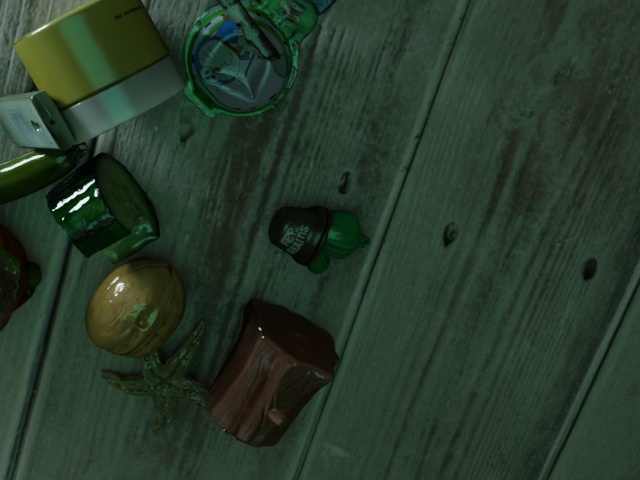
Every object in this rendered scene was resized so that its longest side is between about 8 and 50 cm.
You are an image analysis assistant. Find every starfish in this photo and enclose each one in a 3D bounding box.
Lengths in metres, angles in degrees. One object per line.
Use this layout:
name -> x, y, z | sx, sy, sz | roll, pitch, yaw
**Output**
starfish -> -0.319, 0.275, 1.537 | 0.236, 0.062, 0.277 | 22, 108, -9

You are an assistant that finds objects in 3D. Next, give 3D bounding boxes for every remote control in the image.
remote control -> -0.480, -0.197, 1.266 | 0.038, 0.233, 0.098 | -39, 118, -26

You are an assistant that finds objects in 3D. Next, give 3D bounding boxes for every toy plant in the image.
toy plant -> 0.000, 0.000, 1.460 | 0.200, 0.105, 0.143 | 18, 113, -25

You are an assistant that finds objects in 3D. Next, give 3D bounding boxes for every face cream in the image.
face cream -> -0.358, -0.287, 1.251 | 0.218, 0.218, 0.179 | -26, 109, 1

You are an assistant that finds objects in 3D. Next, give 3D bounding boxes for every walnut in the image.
walnut -> -0.340, 0.126, 1.423 | 0.197, 0.165, 0.165 | -42, 109, 10

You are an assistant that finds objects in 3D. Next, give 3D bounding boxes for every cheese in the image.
cheese -> -0.108, -0.350, 1.336 | 0.320, 0.083, 0.204 | -44, 108, 8

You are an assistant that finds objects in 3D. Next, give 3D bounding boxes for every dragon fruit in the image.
dragon fruit -> -0.648, 0.061, 1.362 | 0.268, 0.130, 0.295 | 25, 108, -21

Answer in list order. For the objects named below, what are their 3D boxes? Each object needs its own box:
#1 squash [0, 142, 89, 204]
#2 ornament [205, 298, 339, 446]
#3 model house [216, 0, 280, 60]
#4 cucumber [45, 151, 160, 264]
squash -> -0.550, -0.112, 1.355 | 0.318, 0.071, 0.080 | -16, 128, 4
ornament -> -0.098, 0.265, 1.491 | 0.235, 0.221, 0.217 | 40, 107, 23
model house -> -0.103, -0.448, 1.230 | 0.218, 0.205, 0.278 | -39, 103, 7
cucumber -> -0.387, -0.056, 1.348 | 0.130, 0.191, 0.191 | -38, 109, 5
